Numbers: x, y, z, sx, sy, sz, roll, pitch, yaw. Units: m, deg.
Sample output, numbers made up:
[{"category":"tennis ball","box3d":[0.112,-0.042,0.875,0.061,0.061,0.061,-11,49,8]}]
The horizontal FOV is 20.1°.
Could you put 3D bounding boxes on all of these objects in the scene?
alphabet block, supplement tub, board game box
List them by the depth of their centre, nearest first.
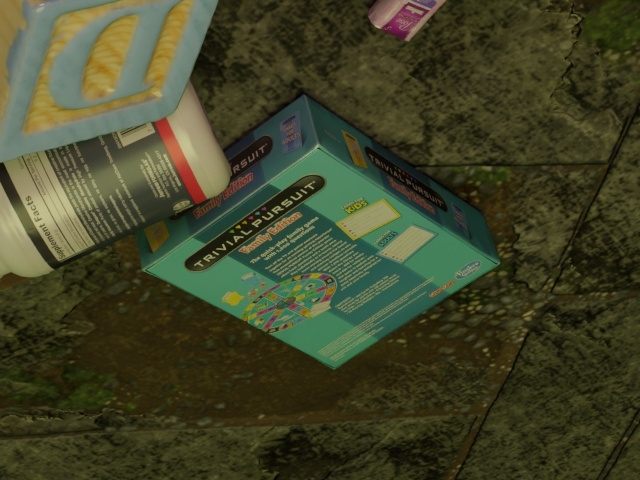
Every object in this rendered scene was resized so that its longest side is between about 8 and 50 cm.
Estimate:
[{"category":"alphabet block","box3d":[-0.224,-0.214,1.528,0.193,0.197,0.192,-18,148,-37]},{"category":"supplement tub","box3d":[-0.240,-0.082,1.715,0.272,0.191,0.191,-24,143,-1]},{"category":"board game box","box3d":[0.000,0.000,2.020,0.254,0.079,0.336,-34,139,24]}]

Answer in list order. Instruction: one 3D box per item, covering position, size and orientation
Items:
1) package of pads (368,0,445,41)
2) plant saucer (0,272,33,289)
[{"category":"package of pads","box3d":[0.090,-0.238,1.785,0.050,0.032,0.083,19,131,-33]},{"category":"plant saucer","box3d":[-0.366,-0.028,1.893,0.278,0.041,0.278,-10,144,-7]}]
